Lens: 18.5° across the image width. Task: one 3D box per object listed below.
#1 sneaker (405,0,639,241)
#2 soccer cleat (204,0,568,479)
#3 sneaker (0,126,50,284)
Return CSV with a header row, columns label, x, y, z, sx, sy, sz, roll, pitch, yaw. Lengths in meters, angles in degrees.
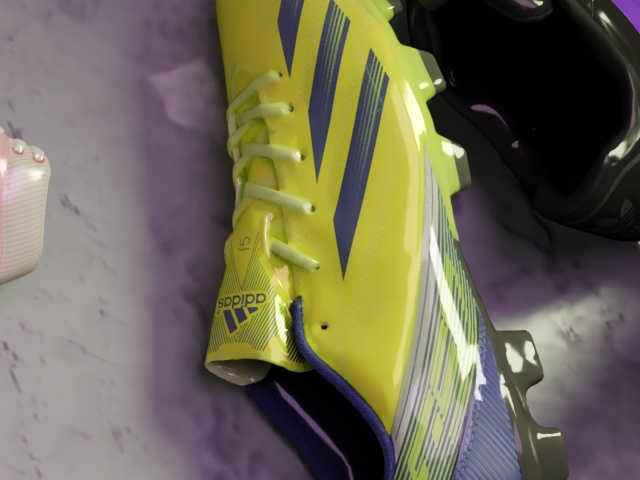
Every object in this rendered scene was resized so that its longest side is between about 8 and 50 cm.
label,x,y,z,sx,sy,sz,roll,pitch,yaw
sneaker,0.084,-0.132,0.853,0.146,0.102,0.293,-12,73,-48
soccer cleat,0.000,0.000,0.797,0.121,0.093,0.289,-16,74,-16
sneaker,-0.148,-0.040,0.776,0.070,0.051,0.134,-13,78,-28
